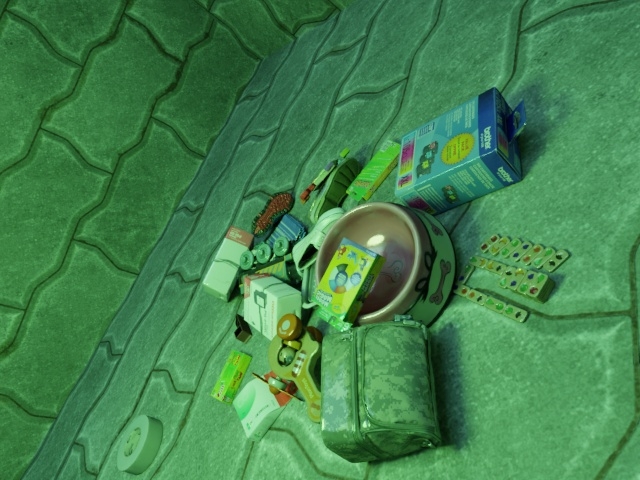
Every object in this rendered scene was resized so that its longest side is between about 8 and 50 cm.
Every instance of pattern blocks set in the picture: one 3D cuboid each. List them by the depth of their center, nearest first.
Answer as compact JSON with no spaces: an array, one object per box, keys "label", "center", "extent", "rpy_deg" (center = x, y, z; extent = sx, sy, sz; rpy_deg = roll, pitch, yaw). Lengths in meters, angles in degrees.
[{"label":"pattern blocks set","center":[0.015,-0.258,1.924],"extent":[0.285,0.026,0.325],"rpy_deg":[-48,0,3]}]

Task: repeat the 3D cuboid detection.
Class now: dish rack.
[{"label":"dish rack","center":[0.078,0.079,1.625],"extent":[0.332,0.072,0.286],"rpy_deg":[-29,40,34]}]

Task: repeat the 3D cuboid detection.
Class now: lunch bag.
[{"label":"lunch bag","center":[0.150,0.348,1.152],"extent":[0.255,0.213,0.305],"rpy_deg":[-16,46,22]}]

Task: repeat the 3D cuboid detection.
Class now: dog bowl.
[{"label":"dog bowl","center":[0.158,0.072,1.345],"extent":[0.407,0.150,0.408],"rpy_deg":[-16,63,34]}]

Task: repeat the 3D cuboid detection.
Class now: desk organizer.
[{"label":"desk organizer","center":[-0.314,0.345,1.905],"extent":[0.047,0.050,0.130],"rpy_deg":[-50,31,6]}]

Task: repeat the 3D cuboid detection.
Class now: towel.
[{"label":"towel","center":[-0.202,0.048,2.059],"extent":[0.336,0.040,0.243],"rpy_deg":[-53,30,2]}]

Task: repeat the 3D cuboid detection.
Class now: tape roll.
[{"label":"tape roll","center":[-0.738,0.833,1.976],"extent":[0.219,0.072,0.219],"rpy_deg":[-34,37,30]}]

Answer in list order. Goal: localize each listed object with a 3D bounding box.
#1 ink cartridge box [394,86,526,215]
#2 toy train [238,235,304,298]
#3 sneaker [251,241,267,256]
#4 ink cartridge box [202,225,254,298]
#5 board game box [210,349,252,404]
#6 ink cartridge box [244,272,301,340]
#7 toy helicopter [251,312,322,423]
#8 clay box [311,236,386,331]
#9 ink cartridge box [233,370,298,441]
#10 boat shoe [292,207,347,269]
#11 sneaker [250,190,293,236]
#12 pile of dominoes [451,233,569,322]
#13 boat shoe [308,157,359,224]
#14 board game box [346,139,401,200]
[{"label":"ink cartridge box","center":[0.427,-0.262,1.423],"extent":[0.395,0.151,0.270],"rpy_deg":[-22,43,39]},{"label":"toy train","center":[-0.181,0.112,1.862],"extent":[0.333,0.142,0.190],"rpy_deg":[-22,66,30]},{"label":"sneaker","center":[-0.244,0.036,2.047],"extent":[0.166,0.065,0.076],"rpy_deg":[-2,55,54]},{"label":"ink cartridge box","center":[-0.398,0.107,2.109],"extent":[0.207,0.117,0.283],"rpy_deg":[119,175,-70]},{"label":"board game box","center":[-0.328,0.501,1.780],"extent":[0.092,0.043,0.181],"rpy_deg":[-2,59,52]},{"label":"ink cartridge box","center":[-0.171,0.232,1.686],"extent":[0.237,0.100,0.172],"rpy_deg":[22,115,51]},{"label":"toy helicopter","center":[-0.070,0.409,1.450],"extent":[0.235,0.140,0.355],"rpy_deg":[-45,42,6]},{"label":"clay box","center":[0.065,0.116,1.265],"extent":[0.127,0.053,0.222],"rpy_deg":[27,89,43]},{"label":"ink cartridge box","center":[-0.179,0.503,1.573],"extent":[0.225,0.056,0.181],"rpy_deg":[-54,32,2]},{"label":"boat shoe","center":[0.000,0.000,1.653],"extent":[0.267,0.096,0.088],"rpy_deg":[-40,37,24]},{"label":"sneaker","center":[-0.229,-0.118,2.189],"extent":[0.262,0.104,0.125],"rpy_deg":[-47,1,-20]},{"label":"pile of dominoes","center":[0.444,0.073,1.173],"extent":[0.196,0.040,0.251],"rpy_deg":[-57,32,-5]},{"label":"boat shoe","center":[0.043,-0.199,1.902],"extent":[0.103,0.113,0.302],"rpy_deg":[15,70,56]},{"label":"board game box","center":[0.207,-0.259,1.816],"extent":[0.259,0.039,0.124],"rpy_deg":[-48,31,4]}]
